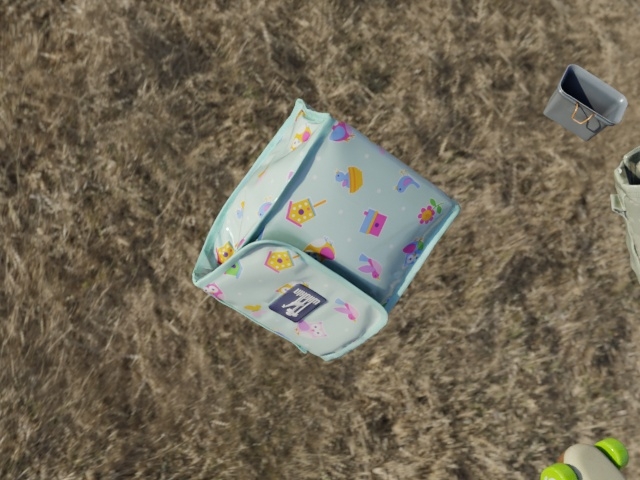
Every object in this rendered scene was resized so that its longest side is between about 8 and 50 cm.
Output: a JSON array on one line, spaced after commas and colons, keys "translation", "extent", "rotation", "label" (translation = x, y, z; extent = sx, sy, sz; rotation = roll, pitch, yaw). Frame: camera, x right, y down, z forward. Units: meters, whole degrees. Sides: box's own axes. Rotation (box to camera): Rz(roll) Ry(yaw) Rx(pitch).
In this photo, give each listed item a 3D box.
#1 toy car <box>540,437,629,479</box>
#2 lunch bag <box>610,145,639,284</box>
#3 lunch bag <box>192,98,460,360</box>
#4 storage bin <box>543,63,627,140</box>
[{"translation": [0.388, 0.412, 1.211], "extent": [0.155, 0.188, 0.149], "rotation": [-10, 54, -35], "label": "toy car"}, {"translation": [0.460, -0.018, 0.814], "extent": [0.169, 0.287, 0.235], "rotation": [-78, 147, -56], "label": "lunch bag"}, {"translation": [0.000, 0.000, 0.957], "extent": [0.223, 0.160, 0.262], "rotation": [33, 93, -27], "label": "lunch bag"}, {"translation": [0.500, -0.252, 1.525], "extent": [0.135, 0.091, 0.098], "rotation": [32, 59, 0], "label": "storage bin"}]
